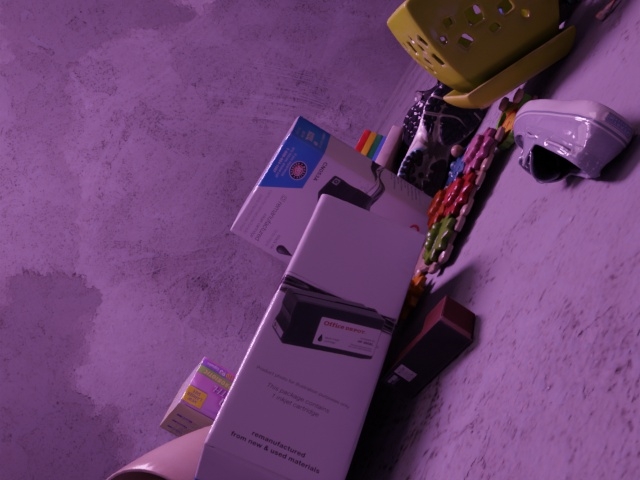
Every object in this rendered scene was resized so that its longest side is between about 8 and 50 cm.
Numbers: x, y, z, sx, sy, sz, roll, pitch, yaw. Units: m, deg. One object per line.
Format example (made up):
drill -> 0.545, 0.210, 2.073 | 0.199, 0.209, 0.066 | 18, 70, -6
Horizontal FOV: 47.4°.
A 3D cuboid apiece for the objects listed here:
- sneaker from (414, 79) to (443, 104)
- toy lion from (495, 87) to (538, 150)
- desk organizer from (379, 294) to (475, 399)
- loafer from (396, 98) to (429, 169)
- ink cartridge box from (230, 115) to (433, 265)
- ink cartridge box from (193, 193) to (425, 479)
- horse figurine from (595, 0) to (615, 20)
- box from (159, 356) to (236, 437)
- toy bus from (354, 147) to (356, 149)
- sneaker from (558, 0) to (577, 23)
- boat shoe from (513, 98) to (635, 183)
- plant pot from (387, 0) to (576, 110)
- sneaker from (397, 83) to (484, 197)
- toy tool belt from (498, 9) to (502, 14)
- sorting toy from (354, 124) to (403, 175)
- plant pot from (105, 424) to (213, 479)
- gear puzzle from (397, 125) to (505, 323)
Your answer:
sneaker -> 0.256, -0.305, 1.736 | 0.234, 0.106, 0.078 | -57, 5, 11
toy lion -> 0.300, -0.186, 1.151 | 0.100, 0.034, 0.096 | 178, 116, -83
desk organizer -> 0.129, 0.129, 0.875 | 0.130, 0.047, 0.050 | -54, 5, 37
loafer -> 0.220, -0.223, 1.569 | 0.078, 0.076, 0.223 | -26, -29, -21
ink cartridge box -> 0.028, -0.045, 1.334 | 0.223, 0.308, 0.129 | -56, 8, 22
ink cartridge box -> -0.018, 0.179, 1.000 | 0.285, 0.166, 0.394 | 112, -177, -54
horse figurine -> 0.439, -0.429, 1.048 | 0.174, 0.066, 0.263 | -61, 0, 43
box -> -0.224, 0.394, 1.643 | 0.117, 0.214, 0.243 | -63, 7, -33
toy bus -> 0.135, -0.159, 1.958 | 0.220, 0.149, 0.211 | -53, -8, 26
sneaker -> 0.426, -0.438, 1.235 | 0.166, 0.065, 0.076 | -62, 10, -17
boat shoe -> 0.259, -0.106, 0.817 | 0.081, 0.079, 0.227 | -54, 9, 2
plant pot -> 0.261, -0.340, 1.172 | 0.228, 0.207, 0.227 | -32, 9, 4
sneaker -> 0.226, -0.198, 1.455 | 0.283, 0.110, 0.122 | -58, 0, -8
toy tool belt -> 0.430, -0.537, 1.721 | 0.083, 0.052, 0.051 | -42, 9, -2
sorting toy -> 0.094, -0.095, 1.642 | 0.257, 0.089, 0.255 | 88, -154, -58
plant pot -> -0.210, 0.444, 1.302 | 0.256, 0.256, 0.274 | -56, -9, 28
gear puzzle -> 0.181, -0.023, 1.151 | 0.338, 0.044, 0.175 | -64, 4, -14
